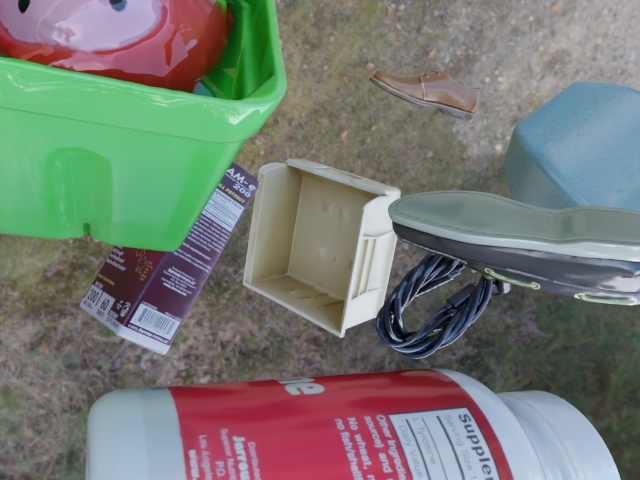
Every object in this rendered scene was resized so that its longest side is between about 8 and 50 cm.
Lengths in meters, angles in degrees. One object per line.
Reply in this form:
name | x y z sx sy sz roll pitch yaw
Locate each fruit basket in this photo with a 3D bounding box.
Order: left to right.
fruit basket | -0.198 -0.200 0.334 0.392 0.283 0.392 -4 137 -4

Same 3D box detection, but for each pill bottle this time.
pill bottle | 0.028 0.223 0.478 0.408 0.229 0.229 2 130 -22

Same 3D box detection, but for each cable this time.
cable | 0.142 0.059 0.651 0.185 0.047 0.150 -24 141 -19

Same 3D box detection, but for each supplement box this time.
supplement box | -0.188 0.005 0.737 0.073 0.130 0.239 37 75 -40

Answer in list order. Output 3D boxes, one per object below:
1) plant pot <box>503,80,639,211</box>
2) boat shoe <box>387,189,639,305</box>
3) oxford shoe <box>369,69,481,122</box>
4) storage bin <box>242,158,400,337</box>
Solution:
plant pot | 0.457 -0.119 1.008 0.248 0.252 0.247 -37 159 -6
boat shoe | 0.166 0.007 0.508 0.081 0.228 0.068 -49 141 -47
oxford shoe | 0.194 -0.283 1.088 0.212 0.076 0.076 13 109 -11
storage bin | 0.000 0.000 1.113 0.123 0.262 0.260 -9 115 -47
